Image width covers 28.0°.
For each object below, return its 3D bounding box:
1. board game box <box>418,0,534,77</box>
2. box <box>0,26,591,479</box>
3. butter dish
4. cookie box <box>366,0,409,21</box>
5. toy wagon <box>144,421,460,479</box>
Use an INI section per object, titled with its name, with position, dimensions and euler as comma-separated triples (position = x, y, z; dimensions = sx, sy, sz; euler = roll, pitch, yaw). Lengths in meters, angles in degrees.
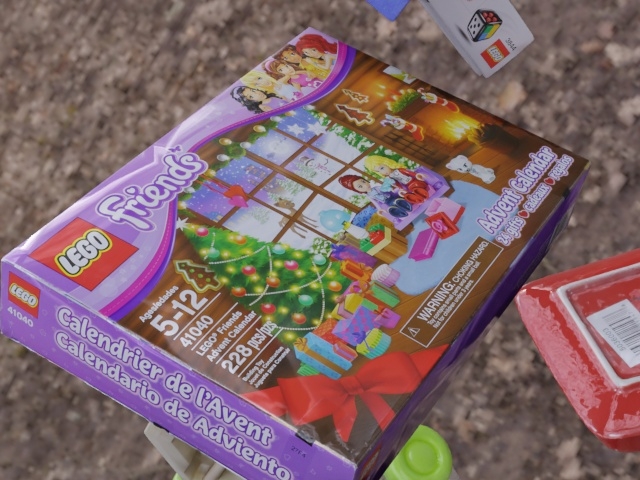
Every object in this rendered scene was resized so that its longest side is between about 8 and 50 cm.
[board game box]
position = 0.040, -0.271, 0.982
dimensions = 0.053, 0.193, 0.305
euler = -37, 42, 10
[box]
position = 0.000, 0.000, 0.698
dimensions = 0.293, 0.201, 0.057
euler = -45, -23, -45
[butter dish]
position = 0.239, 0.095, 0.942
dimensions = 0.160, 0.118, 0.160
euler = -16, 44, -8
[cookie box]
position = 0.040, -0.190, 0.742
dimensions = 0.092, 0.040, 0.107
euler = -50, 33, 14
[toy wagon]
position = 0.019, 0.214, 1.095
dimensions = 0.068, 0.344, 0.267
euler = -65, 6, -34
